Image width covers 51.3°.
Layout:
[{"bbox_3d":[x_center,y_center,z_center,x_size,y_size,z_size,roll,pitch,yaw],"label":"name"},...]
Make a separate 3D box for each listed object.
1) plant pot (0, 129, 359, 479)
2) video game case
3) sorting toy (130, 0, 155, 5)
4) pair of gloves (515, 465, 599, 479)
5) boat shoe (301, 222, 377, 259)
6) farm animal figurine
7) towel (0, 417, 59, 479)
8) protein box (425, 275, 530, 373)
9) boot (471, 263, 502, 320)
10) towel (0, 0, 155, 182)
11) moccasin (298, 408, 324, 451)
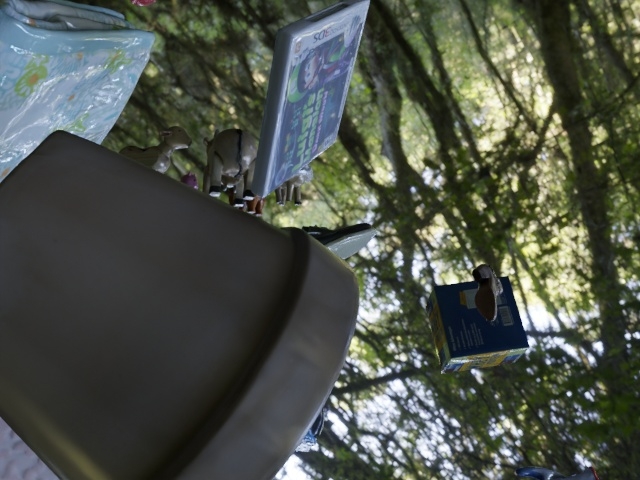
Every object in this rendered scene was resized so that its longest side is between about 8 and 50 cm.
[{"bbox_3d":[-0.173,0.061,0.589,0.323,0.280,0.323,-42,-160,19],"label":"plant pot"},{"bbox_3d":[-0.010,-0.161,0.738,0.022,0.190,0.173,28,-140,16],"label":"video game case"},{"bbox_3d":[-0.159,-0.416,0.945,0.275,0.132,0.046,-37,-118,38],"label":"sorting toy"},{"bbox_3d":[0.345,0.413,0.950,0.160,0.198,0.023,-20,172,1],"label":"pair of gloves"},{"bbox_3d":[0.000,0.000,1.163,0.233,0.079,0.084,-16,153,-32],"label":"boat shoe"},{"bbox_3d":[-0.227,-0.160,1.380,0.327,0.331,0.172,-7,-101,53],"label":"farm animal figurine"},{"bbox_3d":[-0.478,0.291,1.186,0.331,0.317,0.053,-58,-165,-7],"label":"towel"},{"bbox_3d":[0.399,0.218,1.722,0.201,0.136,0.199,-8,-116,-4],"label":"protein box"},{"bbox_3d":[0.333,0.100,1.303,0.042,0.087,0.118,-22,-108,33],"label":"boot"},{"bbox_3d":[-0.379,-0.159,0.866,0.320,0.090,0.374,-51,180,17],"label":"towel"},{"bbox_3d":[-0.048,0.275,1.083,0.342,0.138,0.116,135,-31,-65],"label":"moccasin"}]
